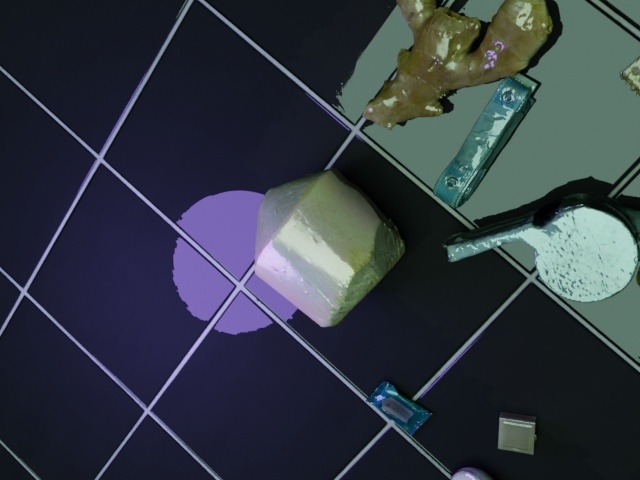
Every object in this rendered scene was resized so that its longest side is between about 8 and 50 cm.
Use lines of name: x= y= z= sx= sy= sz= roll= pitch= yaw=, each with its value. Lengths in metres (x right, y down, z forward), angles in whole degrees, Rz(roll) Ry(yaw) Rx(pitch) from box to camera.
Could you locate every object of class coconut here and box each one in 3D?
coconut: x=0.000 y=0.000 z=1.592 sx=0.309 sy=0.297 sz=0.297 roll=44 pitch=115 yaw=5

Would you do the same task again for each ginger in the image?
ginger: x=0.258 y=-0.360 z=1.470 sx=0.363 sy=0.122 sz=0.348 roll=26 pitch=120 yaw=24

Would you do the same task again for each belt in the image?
belt: x=0.335 y=-0.201 z=1.507 sx=0.072 sy=0.087 sz=0.302 roll=40 pitch=114 yaw=22

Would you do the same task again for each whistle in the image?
whistle: x=0.452 y=-0.008 z=1.458 sx=0.405 sy=0.168 sz=0.188 roll=14 pitch=108 yaw=18

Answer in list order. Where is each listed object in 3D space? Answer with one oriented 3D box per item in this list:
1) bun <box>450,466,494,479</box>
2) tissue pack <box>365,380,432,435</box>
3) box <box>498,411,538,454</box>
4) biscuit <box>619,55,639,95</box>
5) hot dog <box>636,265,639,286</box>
bun: x=0.365 y=0.587 z=1.685 sx=0.138 sy=0.094 sz=0.138 roll=-8 pitch=80 yaw=56
tissue pack: x=0.186 y=0.394 z=1.745 sx=0.138 sy=0.028 sz=0.085 roll=38 pitch=117 yaw=4
box: x=0.441 y=0.430 z=1.644 sx=0.083 sy=0.035 sz=0.079 roll=5 pitch=105 yaw=20
biscuit: x=0.682 y=-0.289 z=1.379 sx=0.203 sy=0.016 sz=0.144 roll=46 pitch=115 yaw=7
hot dog: x=0.728 y=0.109 z=1.393 sx=0.289 sy=0.068 sz=0.083 roll=25 pitch=116 yaw=-7
